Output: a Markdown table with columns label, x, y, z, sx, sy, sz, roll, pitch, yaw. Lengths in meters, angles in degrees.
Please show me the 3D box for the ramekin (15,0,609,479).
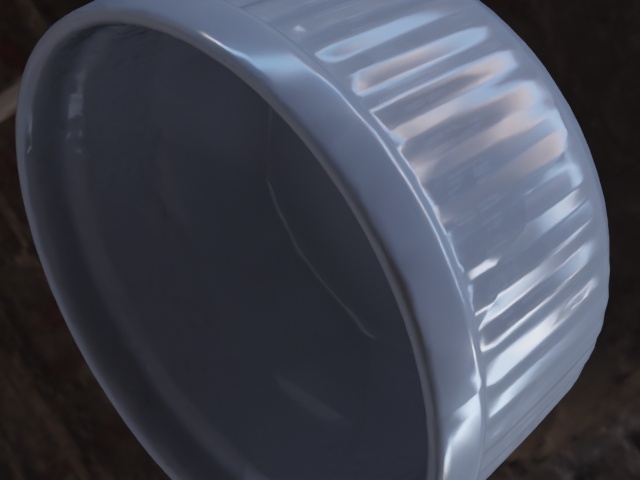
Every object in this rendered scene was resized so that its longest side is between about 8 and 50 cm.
| label | x | y | z | sx | sy | sz | roll | pitch | yaw |
| --- | --- | --- | --- | --- | --- | --- | --- | --- | --- |
| ramekin | 0.000 | 0.000 | 0.502 | 0.207 | 0.109 | 0.207 | 32 | -43 | 35 |
